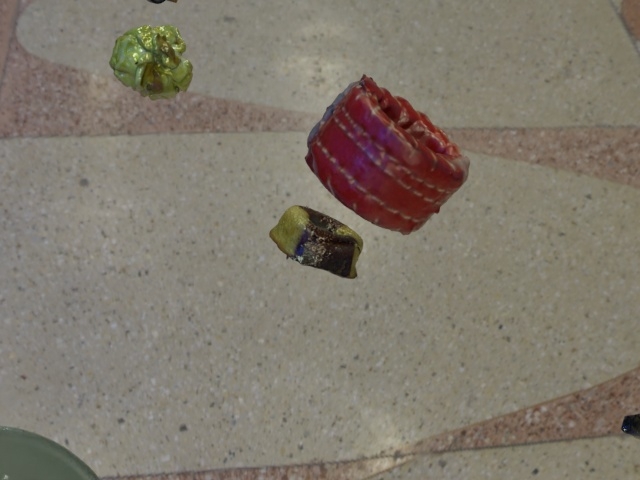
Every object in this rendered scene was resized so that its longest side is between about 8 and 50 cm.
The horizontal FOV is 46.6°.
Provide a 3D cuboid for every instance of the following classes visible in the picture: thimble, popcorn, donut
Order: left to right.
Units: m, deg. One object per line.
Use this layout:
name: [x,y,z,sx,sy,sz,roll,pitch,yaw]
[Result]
popcorn: [-0.296,-0.306,1.296,0.135,0.141,0.162,-10,52,11]
donut: [0.000,0.000,1.059,0.140,0.059,0.140,25,14,-7]
thimble: [0.087,-0.101,0.937,0.189,0.125,0.163,29,25,-22]

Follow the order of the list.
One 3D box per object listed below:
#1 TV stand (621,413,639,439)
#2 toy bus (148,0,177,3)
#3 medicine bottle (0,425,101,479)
TV stand: [0.405,0.176,0.743,0.036,0.249,0.042,24,65,-14]
toy bus: [-0.234,-0.334,0.807,0.083,0.194,0.088,27,94,35]
medicine bottle: [-0.314,0.308,0.585,0.245,0.306,0.245,35,29,-23]
